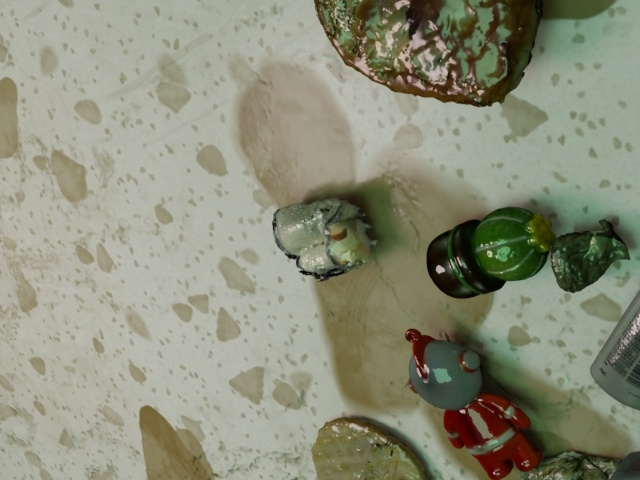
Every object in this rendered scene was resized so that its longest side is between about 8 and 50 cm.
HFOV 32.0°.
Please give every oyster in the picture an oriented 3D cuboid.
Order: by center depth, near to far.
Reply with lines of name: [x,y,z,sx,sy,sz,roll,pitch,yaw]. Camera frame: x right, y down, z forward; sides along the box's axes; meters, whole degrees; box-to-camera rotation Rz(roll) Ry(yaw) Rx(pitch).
oyster: [0.326,0.337,1.459,0.177,0.064,0.125,-11,92,53]

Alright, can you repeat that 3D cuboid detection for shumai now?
shumai: [0.313,0.021,1.275,0.080,0.082,0.083,-1,137,39]

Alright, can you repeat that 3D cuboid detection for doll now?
doll: [0.191,0.213,1.484,0.245,0.076,0.142,53,134,-4]

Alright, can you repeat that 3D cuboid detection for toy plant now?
toy plant: [0.208,0.013,1.341,0.162,0.092,0.093,-22,99,44]

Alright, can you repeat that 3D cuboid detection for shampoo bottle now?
shampoo bottle: [0.389,0.093,1.263,0.086,0.056,0.227,35,132,18]

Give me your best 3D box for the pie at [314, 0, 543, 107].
pie: [0.111,-0.290,1.249,0.308,0.085,0.308,18,120,33]

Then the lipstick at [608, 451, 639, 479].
lipstick: [0.504,0.262,1.252,0.371,0.079,0.076,-22,98,44]

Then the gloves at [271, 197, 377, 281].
gloves: [0.002,-0.003,1.516,0.153,0.070,0.114,-7,116,42]

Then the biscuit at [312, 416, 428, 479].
biscuit: [0.076,0.361,1.691,0.219,0.033,0.220,20,126,30]
